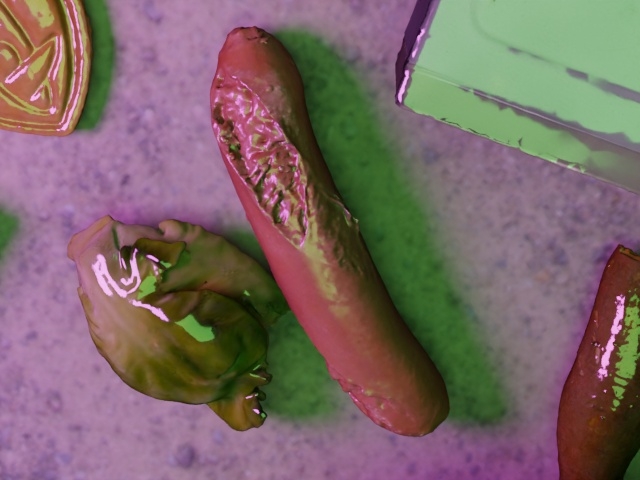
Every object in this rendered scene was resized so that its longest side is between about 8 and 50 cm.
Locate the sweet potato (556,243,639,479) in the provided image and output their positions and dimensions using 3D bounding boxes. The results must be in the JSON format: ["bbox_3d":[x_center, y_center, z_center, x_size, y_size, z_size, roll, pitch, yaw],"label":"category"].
[{"bbox_3d":[0.217,0.126,1.041,0.077,0.077,0.244,11,103,0],"label":"sweet potato"}]

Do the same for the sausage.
[{"bbox_3d":[-0.001,0.002,1.015,0.079,0.087,0.327,-14,107,43],"label":"sausage"}]

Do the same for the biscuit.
[{"bbox_3d":[-0.246,-0.167,1.012,0.142,0.029,0.221,-38,99,11],"label":"biscuit"}]

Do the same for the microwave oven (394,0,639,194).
[{"bbox_3d":[0.253,-0.158,0.892,0.354,0.218,0.286,19,103,-2],"label":"microwave oven"}]

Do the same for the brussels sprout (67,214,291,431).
[{"bbox_3d":[-0.108,0.060,1.034,0.181,0.100,0.139,34,123,-19],"label":"brussels sprout"}]
